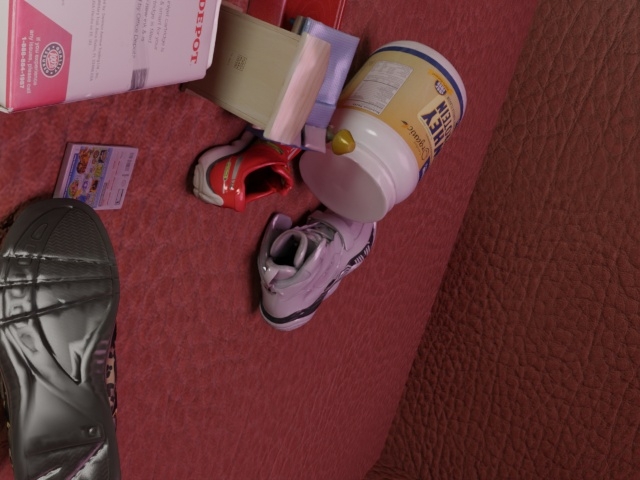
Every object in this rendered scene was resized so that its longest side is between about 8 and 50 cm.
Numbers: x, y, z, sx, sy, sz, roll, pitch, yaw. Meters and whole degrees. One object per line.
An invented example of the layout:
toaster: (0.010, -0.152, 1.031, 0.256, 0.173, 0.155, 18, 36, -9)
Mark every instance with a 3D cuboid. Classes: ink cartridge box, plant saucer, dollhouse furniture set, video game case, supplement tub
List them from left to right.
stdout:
ink cartridge box: (-0.227, -0.258, 0.754, 0.283, 0.117, 0.207, -30, 139, -55)
video game case: (-0.284, -0.080, 0.960, 0.122, 0.011, 0.087, -10, 123, -65)
plant saucer: (-0.034, -0.339, 1.223, 0.258, 0.048, 0.259, -29, 139, -57)
dollhouse furniture set: (0.010, -0.256, 1.077, 0.303, 0.198, 0.286, 7, 110, -50)
supplement tub: (0.122, -0.210, 1.476, 0.316, 0.228, 0.228, -54, 156, -27)

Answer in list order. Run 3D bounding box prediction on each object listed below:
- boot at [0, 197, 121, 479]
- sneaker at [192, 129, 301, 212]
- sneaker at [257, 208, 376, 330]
boot: (-0.319, 0.167, 0.927, 0.138, 0.377, 0.284, -5, 162, -22)
sneaker: (-0.087, -0.117, 1.234, 0.279, 0.118, 0.107, -42, 150, -45)
sneaker: (0.000, 0.000, 1.537, 0.366, 0.137, 0.210, -51, 158, -24)
